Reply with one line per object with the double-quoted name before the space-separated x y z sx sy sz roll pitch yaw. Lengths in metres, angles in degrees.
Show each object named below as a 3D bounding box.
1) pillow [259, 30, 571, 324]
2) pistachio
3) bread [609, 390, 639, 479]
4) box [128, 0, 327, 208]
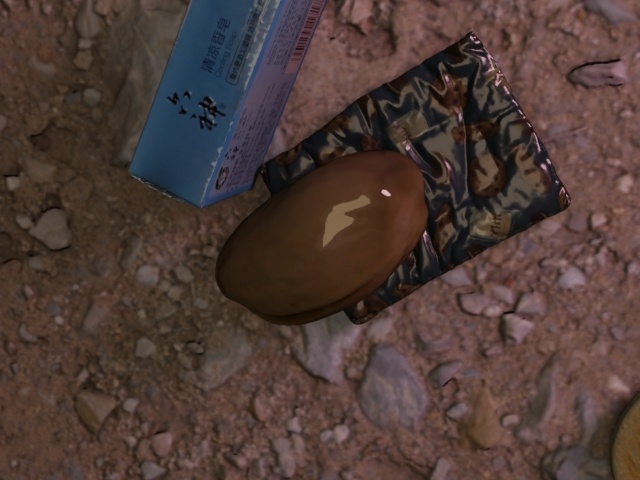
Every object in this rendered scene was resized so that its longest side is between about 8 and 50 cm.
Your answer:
"pillow" 0.083 -0.052 0.943 0.255 0.034 0.189 -31 94 18
"pistachio" 0.000 0.000 0.901 0.226 0.136 0.136 -31 92 27
"bread" 0.335 0.221 0.933 0.112 0.036 0.193 -35 94 22
"box" -0.077 -0.155 0.907 0.083 0.142 0.232 26 105 8
